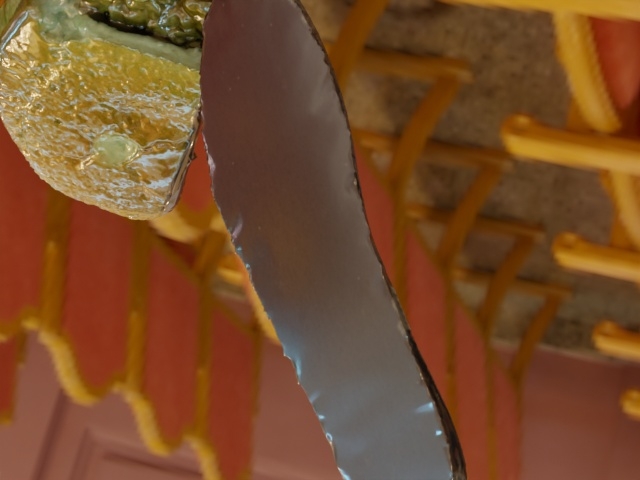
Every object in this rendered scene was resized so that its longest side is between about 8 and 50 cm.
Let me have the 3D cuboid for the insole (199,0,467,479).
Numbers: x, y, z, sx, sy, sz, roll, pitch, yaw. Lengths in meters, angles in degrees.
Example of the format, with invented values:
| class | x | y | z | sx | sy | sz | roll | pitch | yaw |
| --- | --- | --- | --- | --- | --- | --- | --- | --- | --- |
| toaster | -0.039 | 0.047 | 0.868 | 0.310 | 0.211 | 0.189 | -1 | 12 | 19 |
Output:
| class | x | y | z | sx | sy | sz | roll | pitch | yaw |
| --- | --- | --- | --- | --- | --- | --- | --- | --- | --- |
| insole | 0.000 | 0.000 | 0.814 | 0.012 | 0.309 | 0.110 | 1 | 147 | -43 |

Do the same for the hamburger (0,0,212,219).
| class | x | y | z | sx | sy | sz | roll | pitch | yaw |
| --- | --- | --- | --- | --- | --- | --- | --- | --- | --- |
| hamburger | -0.156 | -0.161 | 1.236 | 0.192 | 0.168 | 0.288 | 22 | 142 | -4 |
